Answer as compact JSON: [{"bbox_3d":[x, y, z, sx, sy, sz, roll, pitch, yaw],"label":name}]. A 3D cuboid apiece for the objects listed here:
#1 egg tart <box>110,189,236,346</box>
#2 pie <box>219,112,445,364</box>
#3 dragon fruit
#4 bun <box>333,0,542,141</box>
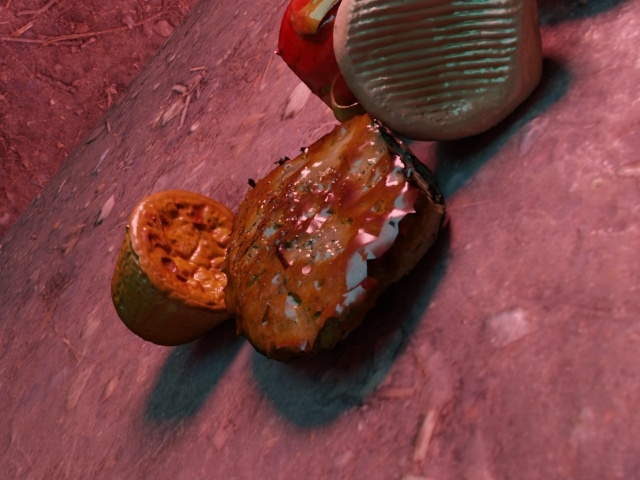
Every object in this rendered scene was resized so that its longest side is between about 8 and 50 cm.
[{"bbox_3d":[-0.191,0.045,1.147,0.147,0.203,0.202,-46,24,41],"label":"egg tart"},{"bbox_3d":[0.000,0.000,0.967,0.288,0.103,0.354,-46,31,14],"label":"pie"},{"bbox_3d":[0.062,-0.269,1.095,0.227,0.224,0.224,-42,28,18],"label":"dragon fruit"},{"bbox_3d":[0.132,-0.217,0.928,0.231,0.231,0.133,-45,1,17],"label":"bun"}]
